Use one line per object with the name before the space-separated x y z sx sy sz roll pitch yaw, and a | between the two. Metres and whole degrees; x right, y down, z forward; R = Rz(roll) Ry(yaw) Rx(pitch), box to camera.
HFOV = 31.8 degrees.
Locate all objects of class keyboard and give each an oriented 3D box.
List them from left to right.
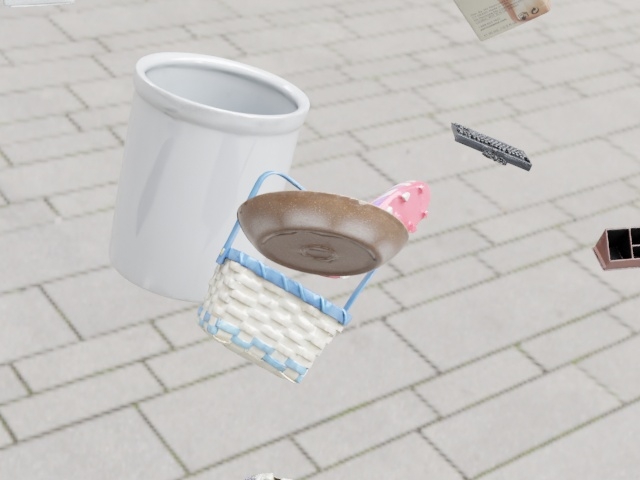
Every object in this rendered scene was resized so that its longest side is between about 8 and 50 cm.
keyboard | 0.359 -0.194 2.349 0.180 0.023 0.108 20 29 -14

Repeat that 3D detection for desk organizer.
desk organizer | 0.490 0.010 1.726 0.130 0.050 0.047 -4 51 -19

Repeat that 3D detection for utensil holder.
utensil holder | -0.224 -0.119 2.126 0.327 0.386 0.327 13 23 -6

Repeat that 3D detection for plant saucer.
plant saucer | 0.000 0.000 1.276 0.198 0.198 0.036 10 69 -2

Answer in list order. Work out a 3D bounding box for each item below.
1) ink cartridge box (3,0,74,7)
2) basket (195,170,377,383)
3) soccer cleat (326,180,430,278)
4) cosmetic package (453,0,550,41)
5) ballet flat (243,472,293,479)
ink cartridge box | -0.430 -0.436 1.697 0.109 0.151 0.063 -2 26 2
basket | -0.059 0.063 1.834 0.254 0.289 0.201 34 -3 -18
soccer cleat | 0.069 -0.026 1.693 0.095 0.083 0.248 19 44 40
cosmetic package | 0.232 -0.473 1.731 0.129 0.296 0.153 -21 46 26
ballet flat | -0.069 0.386 1.776 0.114 0.041 0.041 14 33 14
